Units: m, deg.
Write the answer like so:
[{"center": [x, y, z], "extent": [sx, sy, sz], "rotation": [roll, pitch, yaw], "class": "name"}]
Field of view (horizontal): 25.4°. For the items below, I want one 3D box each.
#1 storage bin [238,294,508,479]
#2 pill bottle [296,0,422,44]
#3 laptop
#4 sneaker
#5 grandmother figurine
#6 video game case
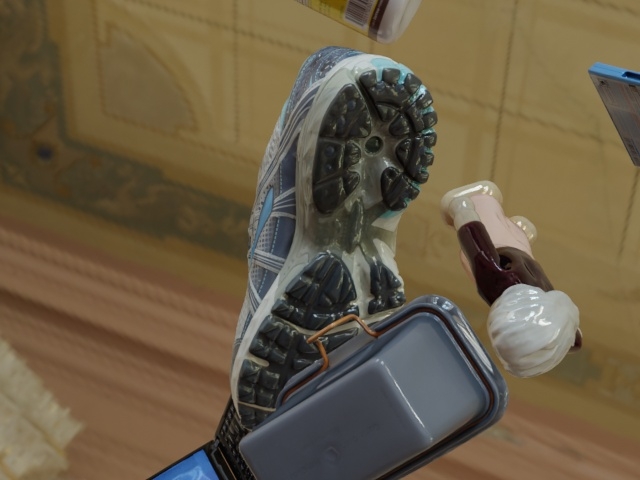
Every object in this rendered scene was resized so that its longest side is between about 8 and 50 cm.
[{"center": [0.020, 0.095, 0.791], "extent": [0.135, 0.091, 0.098], "rotation": [-34, -95, 25], "class": "storage bin"}, {"center": [0.004, -0.295, 1.451], "extent": [0.215, 0.117, 0.117], "rotation": [28, -44, 7], "class": "pill bottle"}, {"center": [-0.135, 0.334, 1.867], "extent": [0.234, 0.137, 0.264], "rotation": [56, -41, 35], "class": "laptop"}, {"center": [0.000, 0.000, 0.984], "extent": [0.110, 0.122, 0.283], "rotation": [9, -70, -25], "class": "sneaker"}, {"center": [0.201, 0.047, 1.483], "extent": [0.208, 0.342, 0.104], "rotation": [37, -74, -11], "class": "grandmother figurine"}, {"center": [0.313, -0.094, 1.243], "extent": [0.166, 0.015, 0.119], "rotation": [28, -24, 56], "class": "video game case"}]
